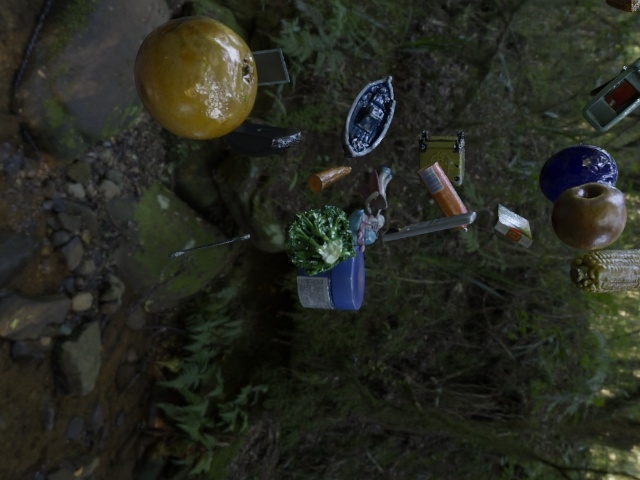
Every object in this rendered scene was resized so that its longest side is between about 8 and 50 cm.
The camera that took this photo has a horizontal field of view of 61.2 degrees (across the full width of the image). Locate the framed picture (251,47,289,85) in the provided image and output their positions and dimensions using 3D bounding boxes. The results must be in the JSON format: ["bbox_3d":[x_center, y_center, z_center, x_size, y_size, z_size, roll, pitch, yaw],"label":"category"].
[{"bbox_3d":[-0.214,-0.627,1.966,0.141,0.183,0.011,72,19,-49],"label":"framed picture"}]

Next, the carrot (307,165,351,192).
[{"bbox_3d":[0.042,-0.219,1.830,0.210,0.061,0.061,-31,136,-46],"label":"carrot"}]

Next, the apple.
[{"bbox_3d":[0.832,-0.075,1.682,0.211,0.211,0.187,-72,153,-57],"label":"apple"}]

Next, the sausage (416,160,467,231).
[{"bbox_3d":[0.502,-0.164,2.151,0.312,0.093,0.093,56,16,-10],"label":"sausage"}]

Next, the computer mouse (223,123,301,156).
[{"bbox_3d":[-0.181,-0.295,1.632,0.138,0.270,0.086,-33,128,-48],"label":"computer mouse"}]

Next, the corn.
[{"bbox_3d":[0.826,0.079,1.469,0.120,0.364,0.120,176,-90,-69],"label":"corn"}]

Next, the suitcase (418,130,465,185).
[{"bbox_3d":[0.517,-0.348,2.304,0.143,0.194,0.234,-63,150,-48],"label":"suitcase"}]

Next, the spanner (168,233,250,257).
[{"bbox_3d":[-0.332,0.015,1.612,0.054,0.255,0.015,-108,-176,-84],"label":"spanner"}]

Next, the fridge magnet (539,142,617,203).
[{"bbox_3d":[0.953,-0.238,2.010,0.112,0.266,0.265,-69,168,-50],"label":"fridge magnet"}]

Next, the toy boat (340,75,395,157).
[{"bbox_3d":[0.148,-0.366,1.602,0.309,0.129,0.142,-65,-166,-22],"label":"toy boat"}]

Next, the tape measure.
[{"bbox_3d":[0.907,-0.445,1.625,0.246,0.125,0.243,-42,170,29],"label":"tape measure"}]

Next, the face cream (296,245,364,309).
[{"bbox_3d":[0.040,0.141,2.079,0.249,0.225,0.248,0,90,-76],"label":"face cream"}]

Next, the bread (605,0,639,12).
[{"bbox_3d":[0.923,-0.735,1.658,0.052,0.044,0.157,56,16,-29],"label":"bread"}]

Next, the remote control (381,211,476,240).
[{"bbox_3d":[0.288,-0.041,1.470,0.067,0.261,0.029,-36,110,-58],"label":"remote control"}]

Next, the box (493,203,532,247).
[{"bbox_3d":[0.667,-0.056,1.885,0.034,0.132,0.235,-60,174,25],"label":"box"}]

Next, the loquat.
[{"bbox_3d":[-0.263,-0.343,1.168,0.263,0.263,0.262,9,90,-85],"label":"loquat"}]

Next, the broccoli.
[{"bbox_3d":[0.000,0.000,1.349,0.156,0.196,0.195,-142,-120,-74],"label":"broccoli"}]

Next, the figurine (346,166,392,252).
[{"bbox_3d":[0.147,-0.092,1.615,0.205,0.103,0.259,88,23,-68],"label":"figurine"}]
